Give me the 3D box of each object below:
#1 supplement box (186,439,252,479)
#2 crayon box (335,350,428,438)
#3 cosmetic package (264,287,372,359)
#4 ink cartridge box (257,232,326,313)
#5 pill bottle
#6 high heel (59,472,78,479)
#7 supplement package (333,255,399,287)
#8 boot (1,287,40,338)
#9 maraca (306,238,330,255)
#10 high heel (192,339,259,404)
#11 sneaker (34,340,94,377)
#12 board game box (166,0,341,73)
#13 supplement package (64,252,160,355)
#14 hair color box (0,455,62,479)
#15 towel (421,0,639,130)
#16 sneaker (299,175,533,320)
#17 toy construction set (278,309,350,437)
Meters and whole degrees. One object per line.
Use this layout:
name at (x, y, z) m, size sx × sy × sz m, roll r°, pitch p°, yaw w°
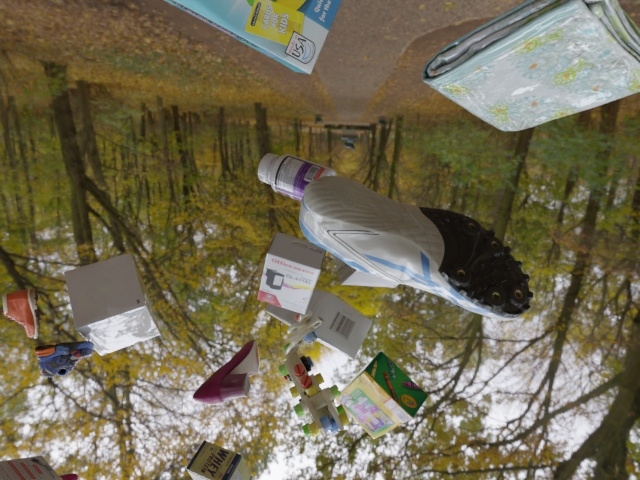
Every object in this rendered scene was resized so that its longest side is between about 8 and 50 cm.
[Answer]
supplement box at (-0.179, 0.415, 0.779) m, size 0.083 × 0.083 × 0.056 m, roll 8°, pitch -140°, yaw 24°
crayon box at (0.157, 0.437, 1.214) m, size 0.165 × 0.278 × 0.081 m, roll 43°, pitch -126°, yaw 13°
cosmetic package at (-0.020, 0.270, 1.573) m, size 0.217 × 0.156 × 0.385 m, roll 36°, pitch 165°, yaw -23°
ink cartridge box at (-0.070, 0.080, 1.027) m, size 0.127 × 0.175 × 0.072 m, roll 18°, pitch -136°, yaw 0°
pill bottle at (-0.063, -0.163, 1.146) m, size 0.193 × 0.108 × 0.108 m, roll 22°, pitch -160°, yaw 20°
high heel at (-0.705, 0.694, 1.079) m, size 0.117 × 0.082 × 0.244 m, roll 23°, pitch -149°, yaw 33°
supplement package at (0.219, 0.070, 1.671) m, size 0.261 × 0.145 × 0.204 m, roll 6°, pitch 146°, yaw -29°
boot at (-0.817, 0.204, 1.196) m, size 0.084 × 0.158 × 0.059 m, roll -6°, pitch -152°, yaw -27°
maraca at (0.000, 0.000, 1.390) m, size 0.099 × 0.127 × 0.185 m, roll 18°, pitch -163°, yaw 18°
high heel at (-0.329, 0.463, 1.595) m, size 0.181 × 0.127 × 0.377 m, roll -8°, pitch -174°, yaw 3°
sneaker at (-0.705, 0.326, 1.203) m, size 0.083 × 0.087 × 0.221 m, roll -4°, pitch 171°, yaw 4°
board game box at (-0.114, -0.439, 0.634) m, size 0.335 × 0.254 × 0.079 m, roll 17°, pitch -165°, yaw -31°
supplement package at (-0.660, 0.210, 1.405) m, size 0.199 × 0.263 × 0.198 m, roll -18°, pitch -116°, yaw -19°
hair color box at (-0.615, 0.480, 0.857) m, size 0.093 × 0.054 × 0.167 m, roll 21°, pitch 173°, yaw 30°
towel at (0.455, -0.353, 0.918) m, size 0.320 × 0.090 × 0.374 m, roll 20°, pitch 164°, yaw -32°
sneaker at (0.086, 0.010, 0.433) m, size 0.237 × 0.086 × 0.085 m, roll 27°, pitch -121°, yaw 16°
toy construction set at (-0.033, 0.357, 1.141) m, size 0.151 × 0.215 × 0.328 m, roll -13°, pitch -123°, yaw -5°
